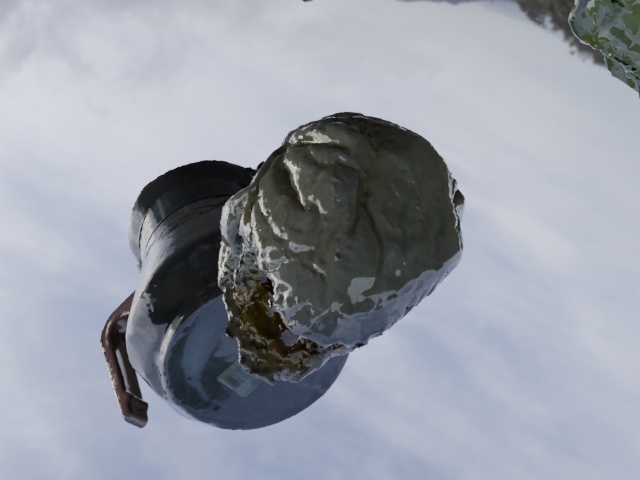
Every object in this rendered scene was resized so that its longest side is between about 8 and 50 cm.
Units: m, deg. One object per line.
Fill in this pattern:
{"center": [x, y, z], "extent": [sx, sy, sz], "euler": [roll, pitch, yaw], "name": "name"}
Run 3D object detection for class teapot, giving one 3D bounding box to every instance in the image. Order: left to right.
{"center": [-0.157, 0.081, 1.010], "extent": [0.305, 0.376, 0.361], "euler": [42, -172, -35], "name": "teapot"}

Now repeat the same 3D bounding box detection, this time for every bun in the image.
{"center": [0.012, -0.009, 0.697], "extent": [0.205, 0.281, 0.281], "euler": [52, -154, 2], "name": "bun"}

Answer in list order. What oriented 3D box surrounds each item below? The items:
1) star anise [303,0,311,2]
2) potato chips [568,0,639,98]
{"center": [-0.050, -0.322, 0.690], "extent": [0.220, 0.190, 0.126], "euler": [3, 170, -22], "name": "star anise"}
{"center": [0.256, -0.125, 0.307], "extent": [0.097, 0.373, 0.389], "euler": [-27, -131, -15], "name": "potato chips"}
